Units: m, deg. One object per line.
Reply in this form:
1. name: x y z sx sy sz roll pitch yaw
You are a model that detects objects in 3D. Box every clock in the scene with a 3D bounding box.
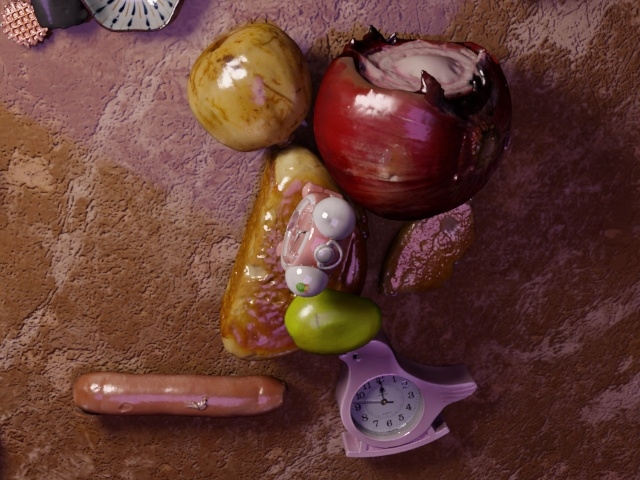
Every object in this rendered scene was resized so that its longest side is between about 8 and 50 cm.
1. clock: 0.172 0.297 1.543 0.290 0.080 0.275 -11 110 -3
2. clock: 0.000 0.000 1.185 0.093 0.162 0.165 22 104 -15

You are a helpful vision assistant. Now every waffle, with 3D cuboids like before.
1. waffle: -0.501 -0.368 1.267 0.083 0.029 0.075 23 104 -14

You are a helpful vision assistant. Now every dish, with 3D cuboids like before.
1. dish: -0.314 -0.439 1.245 0.191 0.066 0.190 -2 111 -5

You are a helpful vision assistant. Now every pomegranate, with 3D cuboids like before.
1. pomegranate: -0.109 -0.252 1.267 0.215 0.215 0.215 -2 109 -6

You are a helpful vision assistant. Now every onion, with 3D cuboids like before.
1. onion: 0.162 -0.186 1.251 0.341 0.341 0.341 -2 109 -6

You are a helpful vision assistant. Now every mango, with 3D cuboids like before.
1. mango: 0.021 0.143 1.269 0.163 0.089 0.117 15 104 -11

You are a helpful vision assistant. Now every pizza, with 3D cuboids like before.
1. pizza: 0.214 0.012 1.462 0.134 0.056 0.271 27 103 -12

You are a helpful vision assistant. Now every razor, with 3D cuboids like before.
1. razor: -0.439 -0.423 1.229 0.090 0.054 0.148 -21 111 -30

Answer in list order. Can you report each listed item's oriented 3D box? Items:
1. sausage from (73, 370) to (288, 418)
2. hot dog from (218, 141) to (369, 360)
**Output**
1. sausage: -0.274 0.308 1.490 0.419 0.094 0.094 3 131 -8
2. hot dog: -0.034 0.035 1.373 0.223 0.185 0.405 16 106 -12
